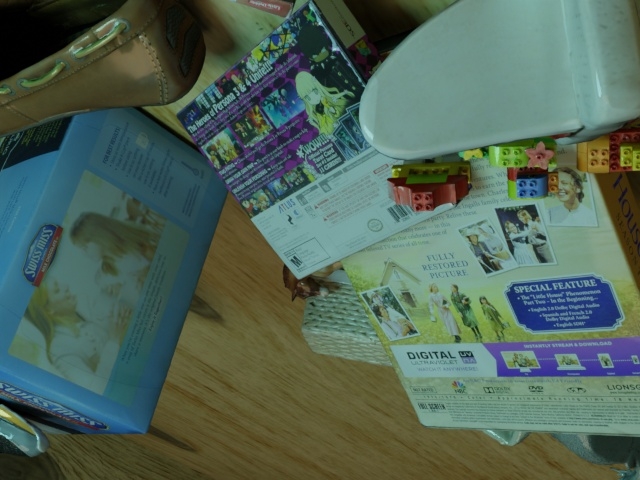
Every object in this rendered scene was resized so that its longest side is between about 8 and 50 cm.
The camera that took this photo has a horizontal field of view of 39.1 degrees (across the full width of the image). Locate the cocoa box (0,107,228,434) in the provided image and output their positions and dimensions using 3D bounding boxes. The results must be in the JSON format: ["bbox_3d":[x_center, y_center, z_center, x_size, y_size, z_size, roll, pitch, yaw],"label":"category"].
[{"bbox_3d":[-0.296,0.030,1.065,0.228,0.347,0.231,-12,144,44],"label":"cocoa box"}]

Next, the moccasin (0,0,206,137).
[{"bbox_3d":[-0.303,-0.181,0.880,0.380,0.139,0.147,1,150,29],"label":"moccasin"}]

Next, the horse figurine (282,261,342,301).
[{"bbox_3d":[0.000,0.000,1.165,0.174,0.066,0.263,-2,153,21],"label":"horse figurine"}]

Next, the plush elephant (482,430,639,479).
[{"bbox_3d":[0.310,0.146,1.095,0.272,0.330,0.255,-14,-162,-15],"label":"plush elephant"}]

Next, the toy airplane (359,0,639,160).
[{"bbox_3d":[0.088,-0.223,0.381,0.386,0.272,0.384,31,111,-10],"label":"toy airplane"}]

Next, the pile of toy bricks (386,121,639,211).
[{"bbox_3d":[0.149,-0.075,0.655,0.212,0.105,0.118,-2,116,15],"label":"pile of toy bricks"}]

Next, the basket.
[{"bbox_3d":[0.063,0.115,1.317,0.167,0.103,0.113,7,155,16],"label":"basket"}]

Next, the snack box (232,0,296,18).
[{"bbox_3d":[-0.101,-0.236,0.734,0.178,0.064,0.022,17,152,-2],"label":"snack box"}]

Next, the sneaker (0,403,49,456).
[{"bbox_3d":[-0.403,0.213,0.993,0.215,0.083,0.084,10,153,11],"label":"sneaker"}]

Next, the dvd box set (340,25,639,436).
[{"bbox_3d":[0.148,0.003,0.851,0.308,0.062,0.420,-10,115,42],"label":"dvd box set"}]

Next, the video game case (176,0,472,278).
[{"bbox_3d":[-0.006,-0.084,0.829,0.210,0.042,0.232,53,139,-8],"label":"video game case"}]
